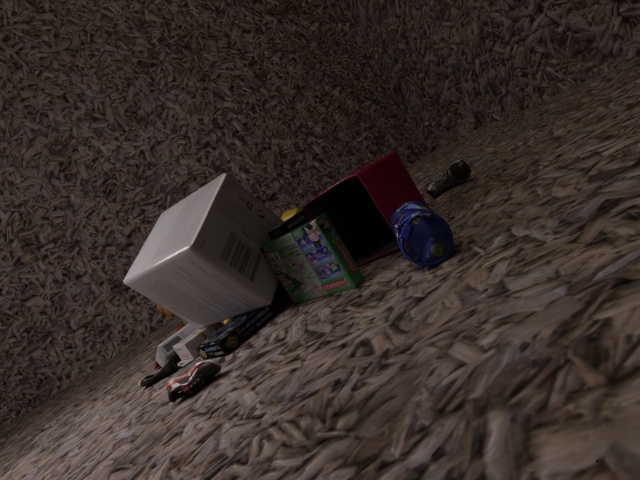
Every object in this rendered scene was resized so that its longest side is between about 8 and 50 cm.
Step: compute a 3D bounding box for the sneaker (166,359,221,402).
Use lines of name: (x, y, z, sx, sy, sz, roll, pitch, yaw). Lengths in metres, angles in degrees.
sneaker: (-0.319, 0.365, 1.156, 0.158, 0.061, 0.065, -32, 33, 5)

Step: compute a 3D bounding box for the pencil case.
pencil case: (0.239, -0.027, 1.117, 0.119, 0.133, 0.306, -64, -1, 12)

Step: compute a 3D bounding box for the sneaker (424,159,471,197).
sneaker: (0.479, -0.221, 1.751, 0.132, 0.086, 0.228, -39, -2, -16)

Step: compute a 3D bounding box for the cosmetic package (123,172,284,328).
cosmetic package: (-0.368, 0.049, 1.528, 0.394, 0.329, 0.327, -22, 39, 36)

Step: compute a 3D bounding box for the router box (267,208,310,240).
router box: (0.000, 0.000, 1.530, 0.081, 0.242, 0.309, -26, 9, 44)

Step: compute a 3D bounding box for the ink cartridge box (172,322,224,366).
ink cartridge box: (-0.443, 0.364, 1.614, 0.198, 0.067, 0.115, -37, 9, -40)

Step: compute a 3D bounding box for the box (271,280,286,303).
box: (-0.190, 0.130, 1.778, 0.270, 0.143, 0.165, -35, 19, -35)

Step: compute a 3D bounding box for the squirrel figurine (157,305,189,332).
squirrel figurine: (-0.603, 0.213, 2.170, 0.397, 0.370, 0.281, -34, 6, -24)

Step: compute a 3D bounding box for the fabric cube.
fabric cube: (0.156, -0.097, 1.459, 0.254, 0.259, 0.258, -27, 7, 43)

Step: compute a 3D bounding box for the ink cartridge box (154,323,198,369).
ink cartridge box: (-0.517, 0.398, 1.779, 0.275, 0.060, 0.239, -37, -16, -40)

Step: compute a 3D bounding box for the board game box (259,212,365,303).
board game box: (-0.036, 0.065, 1.326, 0.046, 0.213, 0.317, -37, 9, -38)

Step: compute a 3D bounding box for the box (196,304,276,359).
box: (-0.269, 0.288, 1.450, 0.220, 0.051, 0.175, -37, 9, -40)

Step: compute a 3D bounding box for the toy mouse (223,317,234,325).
toy mouse: (-0.312, 0.287, 1.756, 0.143, 0.031, 0.161, -29, 7, 26)

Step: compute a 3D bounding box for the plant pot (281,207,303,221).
plant pot: (-0.035, -0.051, 2.222, 0.239, 0.253, 0.254, -13, 12, 17)

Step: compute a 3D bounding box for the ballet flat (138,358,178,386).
ballet flat: (-0.559, 0.454, 1.555, 0.173, 0.049, 0.057, -30, 6, 15)
